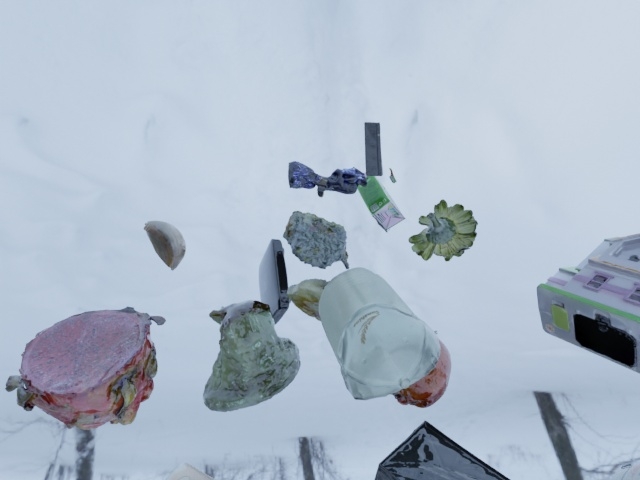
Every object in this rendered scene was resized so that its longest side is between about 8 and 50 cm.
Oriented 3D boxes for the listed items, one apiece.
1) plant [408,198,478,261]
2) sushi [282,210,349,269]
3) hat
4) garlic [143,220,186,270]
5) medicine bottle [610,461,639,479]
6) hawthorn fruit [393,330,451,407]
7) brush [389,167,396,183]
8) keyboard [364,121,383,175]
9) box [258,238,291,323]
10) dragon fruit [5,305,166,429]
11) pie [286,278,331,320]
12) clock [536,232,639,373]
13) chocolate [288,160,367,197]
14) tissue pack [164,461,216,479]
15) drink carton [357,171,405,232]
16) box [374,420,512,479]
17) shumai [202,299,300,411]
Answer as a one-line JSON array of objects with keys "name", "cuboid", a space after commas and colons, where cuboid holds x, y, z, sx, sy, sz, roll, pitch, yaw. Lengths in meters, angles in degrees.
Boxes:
[{"name": "plant", "cuboid": [0.573, -0.035, 2.018, 0.261, 0.305, 0.297, 38, 179, 3]}, {"name": "sushi", "cuboid": [0.000, 0.000, 1.604, 0.274, 0.184, 0.139, 16, 121, -16]}, {"name": "hat", "cuboid": [0.125, 0.203, 1.051, 0.258, 0.301, 0.168, -30, 166, -4]}, {"name": "garlic", "cuboid": [-0.532, -0.002, 1.532, 0.101, 0.195, 0.087, -37, 178, 12]}, {"name": "medicine bottle", "cuboid": [0.600, 0.445, 0.745, 0.145, 0.144, 0.252, -6, 149, 4]}, {"name": "hawthorn fruit", "cuboid": [0.296, 0.356, 1.326, 0.211, 0.299, 0.211, 21, 132, 25]}, {"name": "brush", "cuboid": [0.297, -0.271, 1.851, 0.021, 0.019, 0.083, -39, 138, -5]}, {"name": "keyboard", "cuboid": [0.218, -0.380, 1.846, 0.072, 0.230, 0.023, -1, 175, -7]}, {"name": "box", "cuboid": [-0.188, 0.172, 1.784, 0.073, 0.289, 0.289, 0, 153, -20]}, {"name": "dragon fruit", "cuboid": [-0.542, 0.352, 1.108, 0.315, 0.296, 0.262, -5, 123, -10]}, {"name": "pie", "cuboid": [0.056, 0.196, 1.303, 0.338, 0.075, 0.337, 11, 155, 5]}, {"name": "clock", "cuboid": [0.645, 0.099, 0.900, 0.310, 0.235, 0.166, -35, 121, -19]}, {"name": "chocolate", "cuboid": [0.028, -0.254, 1.906, 0.344, 0.148, 0.126, 8, 168, 3]}, {"name": "tissue pack", "cuboid": [-0.278, 0.710, 1.125, 0.326, 0.170, 0.071, 20, 112, 18]}, {"name": "drink carton", "cuboid": [0.260, -0.182, 2.007, 0.108, 0.271, 0.161, -36, 132, 13]}, {"name": "box", "cuboid": [0.325, 0.692, 1.153, 0.251, 0.345, 0.204, -13, 120, -46]}, {"name": "shumai", "cuboid": [-0.266, 0.381, 1.573, 0.324, 0.323, 0.397, -8, -167, 34]}]
